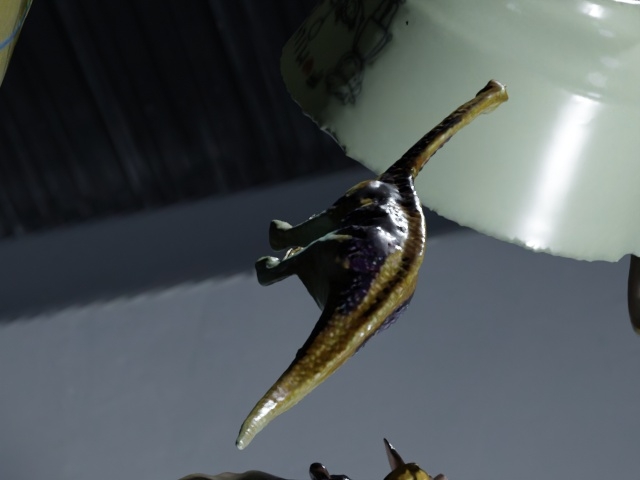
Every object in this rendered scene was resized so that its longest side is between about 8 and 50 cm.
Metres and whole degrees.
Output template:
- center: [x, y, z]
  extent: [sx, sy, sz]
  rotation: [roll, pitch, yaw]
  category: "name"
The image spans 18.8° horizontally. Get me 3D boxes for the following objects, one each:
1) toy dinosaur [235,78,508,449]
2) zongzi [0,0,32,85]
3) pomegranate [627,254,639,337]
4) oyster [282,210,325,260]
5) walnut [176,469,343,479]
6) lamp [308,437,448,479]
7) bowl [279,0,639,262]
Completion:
- center: [0.005, 0.010, 0.554]
  extent: [0.058, 0.037, 0.180]
  rotation: [-29, 26, 42]
  category: "toy dinosaur"
- center: [-0.214, -0.073, 0.940]
  extent: [0.123, 0.289, 0.260]
  rotation: [16, 8, -4]
  category: "zongzi"
- center: [0.280, -0.085, 1.161]
  extent: [0.285, 0.285, 0.340]
  rotation: [28, 103, 35]
  category: "pomegranate"
- center: [0.000, -0.001, 1.654]
  extent: [0.093, 0.051, 0.034]
  rotation: [-43, 83, -3]
  category: "oyster"
- center: [-0.028, 0.188, 0.896]
  extent: [0.178, 0.230, 0.178]
  rotation: [0, 81, -2]
  category: "walnut"
- center: [0.037, 0.205, 1.264]
  extent: [0.118, 0.253, 0.118]
  rotation: [0, 48, 0]
  category: "lamp"
- center: [0.095, -0.094, 0.933]
  extent: [0.211, 0.112, 0.211]
  rotation: [18, 27, -10]
  category: "bowl"
